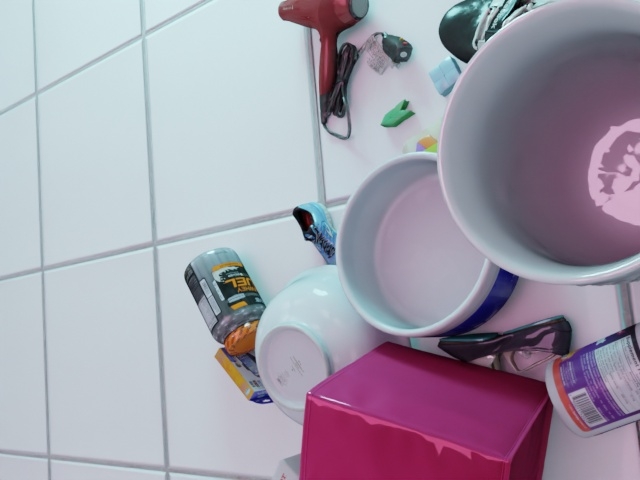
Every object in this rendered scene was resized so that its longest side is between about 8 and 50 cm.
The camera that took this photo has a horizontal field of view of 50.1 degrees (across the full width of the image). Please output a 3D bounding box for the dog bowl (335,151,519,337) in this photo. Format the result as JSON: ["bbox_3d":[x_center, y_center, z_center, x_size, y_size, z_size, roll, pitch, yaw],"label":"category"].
[{"bbox_3d":[0.156,0.010,1.005,0.265,0.104,0.265,-8,77,39],"label":"dog bowl"}]

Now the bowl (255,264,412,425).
[{"bbox_3d":[-0.008,0.193,1.134,0.297,0.134,0.298,5,98,35],"label":"bowl"}]

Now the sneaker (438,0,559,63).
[{"bbox_3d":[0.285,-0.292,0.942,0.330,0.146,0.122,23,104,39],"label":"sneaker"}]

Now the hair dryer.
[{"bbox_3d":[0.010,-0.345,1.211,0.223,0.080,0.293,-48,60,28],"label":"hair dryer"}]

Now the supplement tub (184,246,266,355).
[{"bbox_3d":[-0.175,0.117,1.315,0.117,0.117,0.190,-47,61,28],"label":"supplement tub"}]

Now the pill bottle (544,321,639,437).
[{"bbox_3d":[0.391,0.164,0.850,0.193,0.108,0.108,-34,67,33],"label":"pill bottle"}]

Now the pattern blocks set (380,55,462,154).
[{"bbox_3d":[0.210,-0.111,1.068,0.285,0.026,0.325,-46,61,28],"label":"pattern blocks set"}]

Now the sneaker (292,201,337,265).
[{"bbox_3d":[0.000,0.000,1.204,0.063,0.073,0.162,-50,62,26],"label":"sneaker"}]

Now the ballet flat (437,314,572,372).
[{"bbox_3d":[0.262,0.158,0.984,0.203,0.074,0.074,-18,76,35],"label":"ballet flat"}]

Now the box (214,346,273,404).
[{"bbox_3d":[-0.131,0.253,1.294,0.136,0.081,0.028,42,113,33],"label":"box"}]

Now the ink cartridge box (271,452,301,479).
[{"bbox_3d":[-0.005,0.488,1.174,0.203,0.086,0.148,34,109,35],"label":"ink cartridge box"}]

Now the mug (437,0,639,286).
[{"bbox_3d":[0.363,-0.064,0.743,0.374,0.328,0.276,38,111,34],"label":"mug"}]

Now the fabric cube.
[{"bbox_3d":[0.142,0.312,0.910,0.258,0.254,0.259,11,103,27],"label":"fabric cube"}]
